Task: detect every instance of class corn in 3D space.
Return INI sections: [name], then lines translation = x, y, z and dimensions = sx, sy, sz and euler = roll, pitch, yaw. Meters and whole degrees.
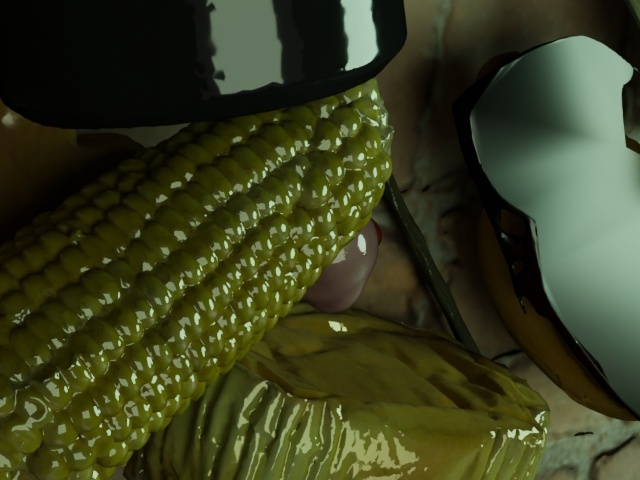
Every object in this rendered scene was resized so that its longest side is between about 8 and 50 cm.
[corn]
translation = -0.093, 0.027, 0.986
dimensions = 0.347, 0.130, 0.130
euler = -39, 126, -26

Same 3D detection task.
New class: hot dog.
[hot dog]
translation = 0.179, -0.004, 1.235
dimensions = 0.194, 0.107, 0.326
euler = -40, 117, -26

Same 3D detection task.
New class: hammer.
[hammer]
translation = 0.061, 0.000, 1.193
dimensions = 0.029, 0.058, 0.292
euler = -40, 122, -20

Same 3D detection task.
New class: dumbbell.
[dumbbell]
translation = -0.075, -0.227, 0.876
dimensions = 0.203, 0.204, 0.322
euler = -17, 109, -27

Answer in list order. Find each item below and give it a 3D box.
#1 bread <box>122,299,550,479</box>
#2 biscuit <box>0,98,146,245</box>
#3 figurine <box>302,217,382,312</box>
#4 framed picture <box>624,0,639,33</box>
[bread]
translation = 0.011, 0.123, 1.124
dimensions = 0.250, 0.179, 0.133
euler = 7, 113, -38
[biscuit]
translation = -0.210, -0.015, 0.997
dimensions = 0.275, 0.052, 0.355
euler = -27, 121, -27
[figurine]
translation = 0.000, 0.000, 1.135
dimensions = 0.083, 0.067, 0.071
euler = 49, 58, -21
[framed picture]
translation = 0.322, -0.176, 1.229
dimensions = 0.293, 0.018, 0.231
euler = -28, 92, -25
